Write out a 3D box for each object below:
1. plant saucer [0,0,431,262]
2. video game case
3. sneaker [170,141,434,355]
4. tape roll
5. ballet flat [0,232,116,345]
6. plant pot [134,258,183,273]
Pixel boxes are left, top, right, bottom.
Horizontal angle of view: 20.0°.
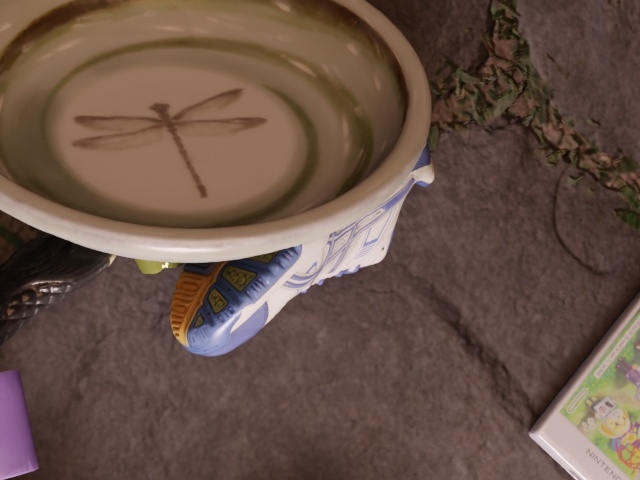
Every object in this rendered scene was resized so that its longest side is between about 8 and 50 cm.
[{"bbox_3d":[-0.115,-0.095,1.442,0.400,0.100,0.400,4,40,-3],"label":"plant saucer"},{"bbox_3d":[0.322,0.160,1.658,0.193,0.023,0.212,43,73,-8],"label":"video game case"},{"bbox_3d":[0.000,0.000,1.521,0.296,0.112,0.131,-50,131,-19],"label":"sneaker"},{"bbox_3d":[-0.313,0.155,1.373,0.189,0.189,0.080,-12,87,-18],"label":"tape roll"},{"bbox_3d":[-0.240,0.040,1.494,0.173,0.049,0.057,-34,65,-23],"label":"ballet flat"},{"bbox_3d":[-0.138,-0.017,1.513,0.083,0.083,0.079,-22,102,-19],"label":"plant pot"}]
